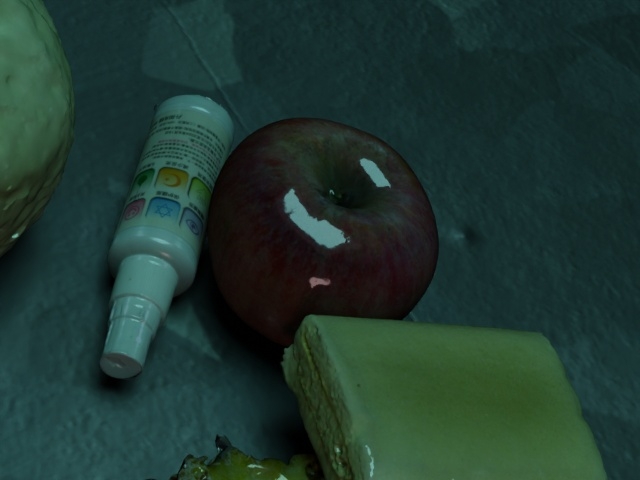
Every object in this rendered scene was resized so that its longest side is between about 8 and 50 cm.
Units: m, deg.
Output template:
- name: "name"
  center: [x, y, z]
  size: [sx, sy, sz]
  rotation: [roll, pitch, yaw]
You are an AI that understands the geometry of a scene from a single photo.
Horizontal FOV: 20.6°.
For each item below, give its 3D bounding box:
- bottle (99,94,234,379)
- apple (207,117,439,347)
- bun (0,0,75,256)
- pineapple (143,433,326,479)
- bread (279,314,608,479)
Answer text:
- name: "bottle"
  center: [-0.102, -0.003, 1.119]
  size: [0.060, 0.060, 0.217]
  rotation: [19, 46, -6]
- name: "apple"
  center: [0.000, 0.000, 1.118]
  size: [0.153, 0.120, 0.153]
  rotation: [17, 45, -18]
- name: "bun"
  center: [-0.313, -0.099, 1.002]
  size: [0.352, 0.227, 0.349]
  rotation: [17, 45, -10]
- name: "pineapple"
  center: [-0.024, 0.203, 0.989]
  size: [0.221, 0.047, 0.221]
  rotation: [14, 49, -16]
- name: "bread"
  center: [0.074, 0.109, 1.049]
  size: [0.178, 0.060, 0.139]
  rotation: [8, 46, -30]
